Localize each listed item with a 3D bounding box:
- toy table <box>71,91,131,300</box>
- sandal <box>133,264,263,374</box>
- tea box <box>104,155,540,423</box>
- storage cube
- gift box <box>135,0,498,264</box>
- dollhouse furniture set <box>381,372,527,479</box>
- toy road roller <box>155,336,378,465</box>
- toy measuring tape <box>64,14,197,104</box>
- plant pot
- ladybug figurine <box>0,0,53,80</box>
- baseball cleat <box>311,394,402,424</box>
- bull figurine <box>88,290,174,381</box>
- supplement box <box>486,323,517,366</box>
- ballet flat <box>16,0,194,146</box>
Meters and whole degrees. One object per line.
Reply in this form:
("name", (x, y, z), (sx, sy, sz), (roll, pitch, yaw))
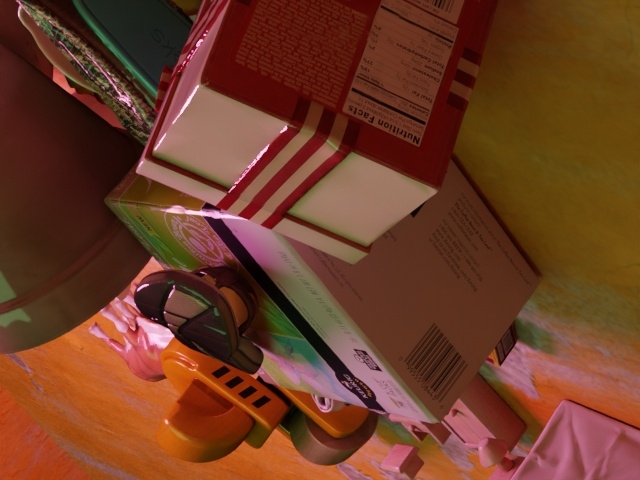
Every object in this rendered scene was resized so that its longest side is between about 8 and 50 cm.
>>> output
("toy table", (-0.308, -0.055, 2.180), (0.252, 0.161, 0.274), (5, 142, 54))
("sandal", (-0.116, 0.071, 1.650), (0.120, 0.086, 0.303), (28, 171, 11))
("tea box", (0.000, 0.000, 1.725), (0.323, 0.220, 0.329), (7, 143, 53))
("storage cube", (0.350, 0.344, 1.915), (0.215, 0.183, 0.193), (21, 151, 38))
("gift box", (0.008, -0.153, 1.392), (0.255, 0.276, 0.258), (28, 156, -10))
("dollhouse furniture set", (0.086, 0.322, 2.046), (0.174, 0.355, 0.303), (48, 157, -21))
("toy road roller", (-0.102, 0.259, 2.366), (0.329, 0.240, 0.202), (37, 159, 3))
("toy measuring tape", (-0.211, -0.215, 1.757), (0.121, 0.121, 0.330), (50, 155, -26))
("plant pot", (-0.378, -0.076, 1.810), (0.323, 0.323, 0.280), (13, 148, 47))
("ladybug figurine", (-0.469, -0.263, 1.963), (0.305, 0.162, 0.449), (21, 152, -3))
("baseball cleat", (0.048, 0.220, 2.235), (0.072, 0.109, 0.206), (-3, 137, 52))
("bull figurine", (-0.290, 0.169, 2.676), (0.188, 0.101, 0.310), (43, 156, -2))
("supplement box", (0.189, 0.107, 1.881), (0.083, 0.043, 0.055), (26, 157, 30))
("ballet flat", (-0.279, -0.279, 1.615), (0.483, 0.164, 0.182), (53, 146, -15))
